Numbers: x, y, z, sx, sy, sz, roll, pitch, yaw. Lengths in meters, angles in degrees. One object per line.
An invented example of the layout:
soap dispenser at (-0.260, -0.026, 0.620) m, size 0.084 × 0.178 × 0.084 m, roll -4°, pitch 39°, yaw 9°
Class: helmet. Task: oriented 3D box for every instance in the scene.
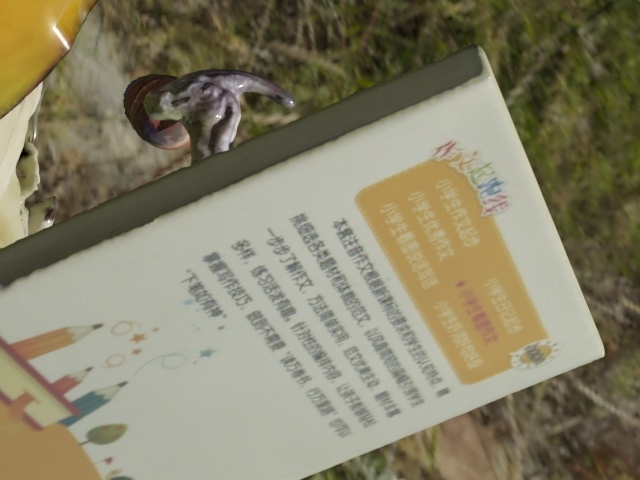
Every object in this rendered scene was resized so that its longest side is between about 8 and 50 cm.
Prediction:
helmet at (-0.139, -0.108, 1.518) m, size 0.084 × 0.049 × 0.065 m, roll 9°, pitch 115°, yaw 8°

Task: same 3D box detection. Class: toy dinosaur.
toy dinosaur at (0.001, -0.002, 1.170) m, size 0.294 × 0.077 × 0.162 m, roll 33°, pitch 73°, yaw -15°

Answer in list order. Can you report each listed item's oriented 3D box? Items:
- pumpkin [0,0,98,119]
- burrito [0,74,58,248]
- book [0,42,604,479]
pumpkin at (-0.111, -0.140, 0.339) m, size 0.126 × 0.131 × 0.248 m, roll -19°, pitch 127°, yaw -20°
burrito at (-0.220, -0.084, 0.997) m, size 0.135 × 0.190 × 0.332 m, roll 4°, pitch 123°, yaw -4°
book at (-0.053, 0.050, 0.625) m, size 0.295 × 0.020 × 0.208 m, roll -23°, pitch 146°, yaw 6°
